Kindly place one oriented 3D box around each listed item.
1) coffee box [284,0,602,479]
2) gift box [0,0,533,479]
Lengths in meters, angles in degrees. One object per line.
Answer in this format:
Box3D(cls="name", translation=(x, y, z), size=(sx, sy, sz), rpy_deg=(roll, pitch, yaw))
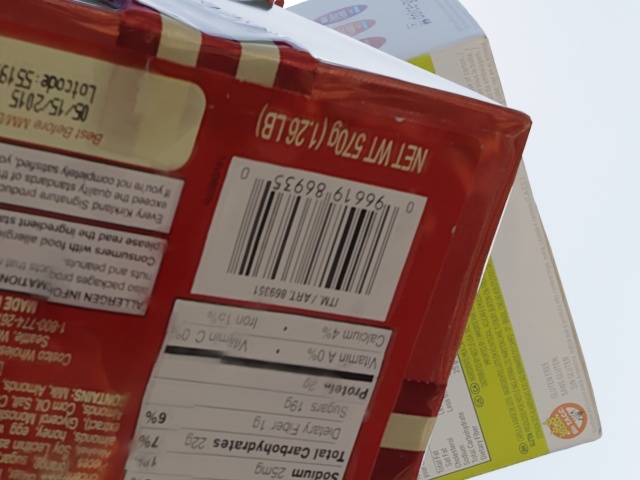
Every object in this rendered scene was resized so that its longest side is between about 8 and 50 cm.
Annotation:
Box3D(cls="coffee box", translation=(0.000, 0.000, 1.234), size=(0.337, 0.334, 0.338), rpy_deg=(-101, -7, -71))
Box3D(cls="gift box", translation=(-0.102, -0.008, 0.488), size=(0.255, 0.258, 0.276), rpy_deg=(15, -80, -34))
